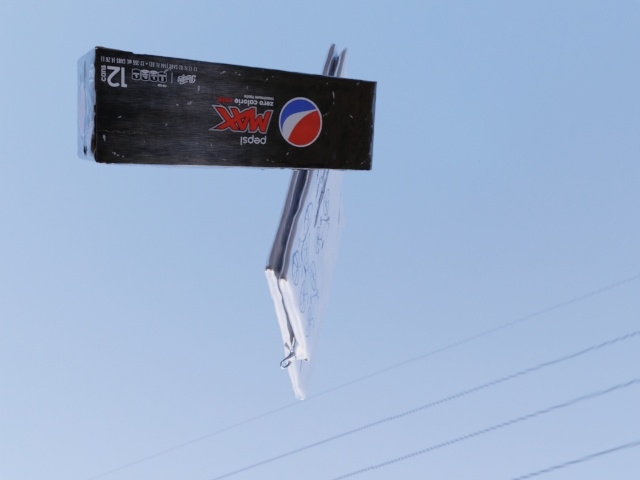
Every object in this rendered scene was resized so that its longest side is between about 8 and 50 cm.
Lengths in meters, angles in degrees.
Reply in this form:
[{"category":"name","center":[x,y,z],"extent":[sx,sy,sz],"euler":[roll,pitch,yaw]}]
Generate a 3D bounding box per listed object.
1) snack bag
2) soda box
[{"category":"snack bag","center":[0.000,0.000,0.758],"extent":[0.037,0.342,0.323],"euler":[7,-125,8]},{"category":"soda box","center":[-0.050,-0.071,0.368],"extent":[0.169,0.053,0.060],"euler":[-2,-80,-30]}]
